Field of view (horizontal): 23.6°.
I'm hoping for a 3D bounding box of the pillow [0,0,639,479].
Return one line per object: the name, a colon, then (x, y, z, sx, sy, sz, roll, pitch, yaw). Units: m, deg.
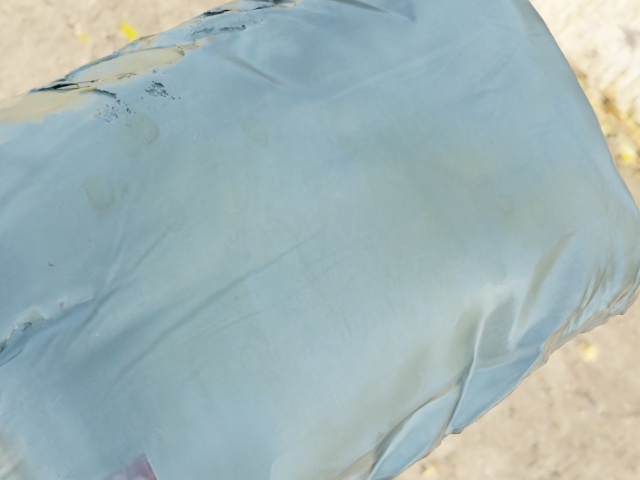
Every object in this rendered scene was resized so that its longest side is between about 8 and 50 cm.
pillow: (0.000, 0.000, 0.379, 0.229, 0.051, 0.128, -31, 90, -43)
